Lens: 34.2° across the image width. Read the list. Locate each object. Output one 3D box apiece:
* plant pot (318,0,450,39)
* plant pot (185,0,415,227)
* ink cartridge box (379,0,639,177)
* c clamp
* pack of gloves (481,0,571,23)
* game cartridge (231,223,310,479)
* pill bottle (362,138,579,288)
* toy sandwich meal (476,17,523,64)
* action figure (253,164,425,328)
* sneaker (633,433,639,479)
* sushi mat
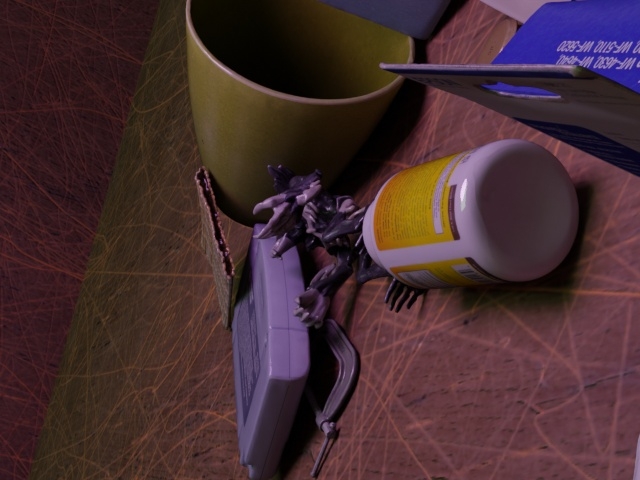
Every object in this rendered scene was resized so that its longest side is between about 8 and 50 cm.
[{"bbox_3d":[0.078,-0.424,1.164,0.252,0.247,0.247,134,149,-60],"label":"plant pot"},{"bbox_3d":[-0.052,-0.158,1.322,0.293,0.274,0.275,108,166,-46],"label":"plant pot"},{"bbox_3d":[0.205,-0.039,0.447,0.065,0.332,0.165,-70,23,3],"label":"ink cartridge box"},{"bbox_3d":[-0.001,0.167,1.188,0.137,0.022,0.161,-63,23,18],"label":"c clamp"},{"bbox_3d":[0.163,-0.330,1.013,0.195,0.232,0.046,-66,-12,10],"label":"pack of gloves"},{"bbox_3d":[-0.064,0.119,1.277,0.294,0.060,0.196,-100,18,-53],"label":"game cartridge"},{"bbox_3d":[0.121,-0.017,0.924,0.215,0.117,0.117,-11,61,65],"label":"pill bottle"},{"bbox_3d":[0.183,-0.183,1.044,0.085,0.029,0.085,-62,11,22],"label":"toy sandwich meal"},{"bbox_3d":[0.000,0.000,1.146,0.141,0.164,0.275,-42,23,-19],"label":"action figure"},{"bbox_3d":[0.190,0.195,0.575,0.090,0.115,0.232,-38,38,53],"label":"sneaker"},{"bbox_3d":[-0.144,0.021,1.437,0.316,0.019,0.151,108,145,-73],"label":"sushi mat"}]
